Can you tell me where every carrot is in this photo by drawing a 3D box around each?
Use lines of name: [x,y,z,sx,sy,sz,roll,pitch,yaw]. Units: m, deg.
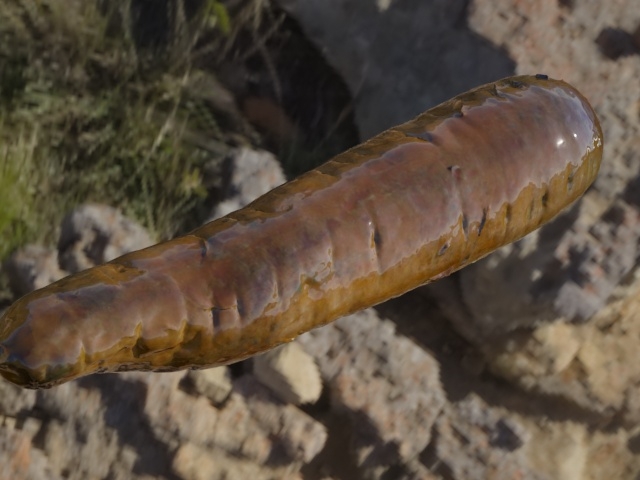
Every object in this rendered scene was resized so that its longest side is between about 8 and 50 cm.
carrot: [0.000,0.000,0.486,0.248,0.059,0.059,-24,70,-32]
